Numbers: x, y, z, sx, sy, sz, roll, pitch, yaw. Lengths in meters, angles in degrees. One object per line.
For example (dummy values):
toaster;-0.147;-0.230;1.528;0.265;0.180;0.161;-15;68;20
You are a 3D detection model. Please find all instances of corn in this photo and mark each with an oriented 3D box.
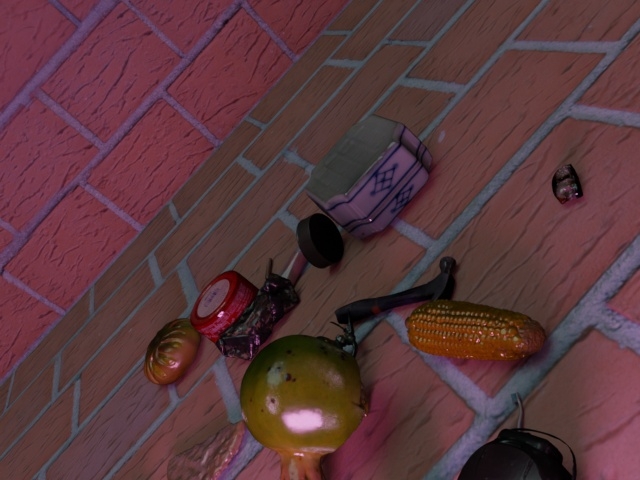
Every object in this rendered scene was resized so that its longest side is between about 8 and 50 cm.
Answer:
corn;0.239;0.149;1.013;0.261;0.097;0.097;0;53;51

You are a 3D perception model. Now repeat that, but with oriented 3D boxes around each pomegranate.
pomegranate;-0.030;0.313;1.061;0.235;0.235;0.302;-16;60;47

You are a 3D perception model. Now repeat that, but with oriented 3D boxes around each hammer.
hammer;0.141;0.129;1.250;0.289;0.037;0.137;-23;34;39

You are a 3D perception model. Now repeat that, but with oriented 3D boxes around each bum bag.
bum bag;-0.152;0.196;1.543;0.248;0.102;0.069;-51;-4;-6

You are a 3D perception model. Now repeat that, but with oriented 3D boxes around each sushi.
sushi;0.437;-0.101;1.112;0.046;0.044;0.083;-29;30;31

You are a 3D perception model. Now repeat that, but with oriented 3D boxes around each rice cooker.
rice cooker;0.234;0.327;0.744;0.142;0.118;0.203;0;53;57

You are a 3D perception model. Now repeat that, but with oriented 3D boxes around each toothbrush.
toothbrush;0.283;0.269;0.872;0.013;0.011;0.131;-20;35;22

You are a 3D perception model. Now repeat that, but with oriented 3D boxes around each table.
table;0.000;0.000;1.529;0.043;0.133;0.134;-26;33;33

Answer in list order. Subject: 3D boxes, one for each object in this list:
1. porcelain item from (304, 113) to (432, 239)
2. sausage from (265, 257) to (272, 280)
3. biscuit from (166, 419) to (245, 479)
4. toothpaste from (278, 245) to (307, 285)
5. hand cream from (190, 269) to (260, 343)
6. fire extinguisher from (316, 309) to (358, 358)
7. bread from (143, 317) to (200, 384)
porcelain item;0.119;-0.159;1.544;0.281;0.157;0.286;-50;27;0
sausage;-0.148;0.082;1.772;0.015;0.015;0.100;-35;28;24
biscuit;-0.259;0.492;1.354;0.250;0.032;0.133;-35;29;24
toothpaste;-0.083;0.093;1.629;0.067;0.043;0.195;22;68;25
hand cream;-0.243;0.185;1.652;0.193;0.125;0.193;-33;30;22
fire extinguisher;-0.015;0.271;1.234;0.294;0.093;0.118;-49;45;-4
bread;-0.435;0.317;1.785;0.213;0.104;0.213;-37;30;26
